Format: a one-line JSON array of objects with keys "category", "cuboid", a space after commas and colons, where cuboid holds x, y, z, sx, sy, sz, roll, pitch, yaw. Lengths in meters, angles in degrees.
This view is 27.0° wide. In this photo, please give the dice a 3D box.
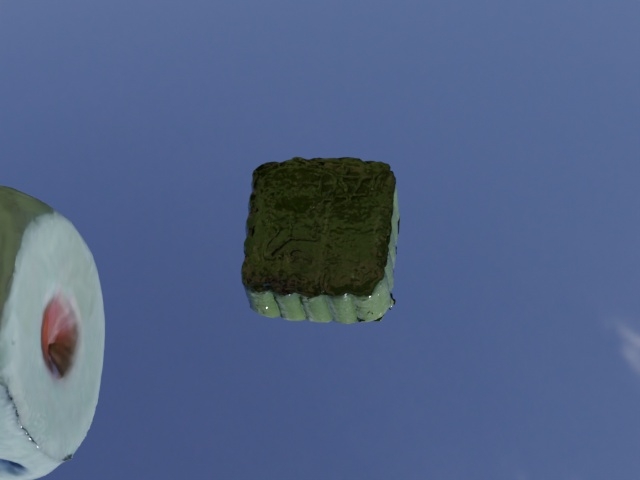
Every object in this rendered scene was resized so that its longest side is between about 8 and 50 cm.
[{"category": "dice", "cuboid": [-0.401, 0.103, 1.449, 0.262, 0.265, 0.268, -1, -117, 13]}]

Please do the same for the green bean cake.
[{"category": "green bean cake", "cuboid": [0.000, 0.000, 1.726, 0.200, 0.113, 0.214, 2, -120, 11]}]
